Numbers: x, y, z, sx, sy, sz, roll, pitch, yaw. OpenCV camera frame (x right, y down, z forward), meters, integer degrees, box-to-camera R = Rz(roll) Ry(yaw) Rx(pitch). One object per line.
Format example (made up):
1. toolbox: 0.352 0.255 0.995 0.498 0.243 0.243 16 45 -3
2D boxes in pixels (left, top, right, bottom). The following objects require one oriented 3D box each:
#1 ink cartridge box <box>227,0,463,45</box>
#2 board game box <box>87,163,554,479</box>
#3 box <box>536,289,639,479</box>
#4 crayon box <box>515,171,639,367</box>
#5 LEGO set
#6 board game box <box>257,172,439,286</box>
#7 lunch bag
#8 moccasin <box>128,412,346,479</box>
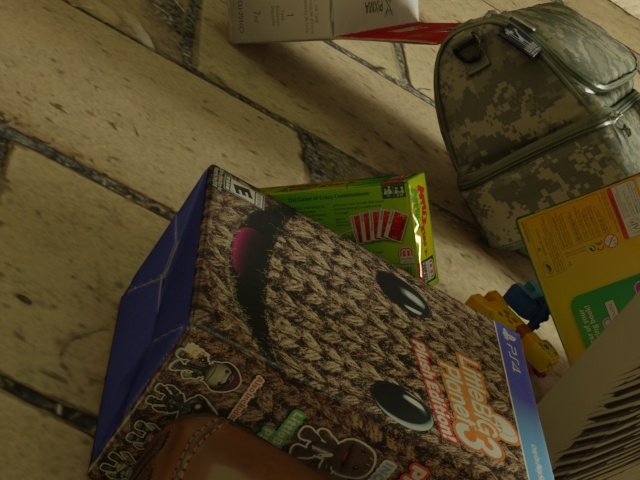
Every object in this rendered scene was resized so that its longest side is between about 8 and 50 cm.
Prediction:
1. ink cartridge box: 0.066 -0.282 1.803 0.261 0.066 0.296 2 12 23
2. board game box: 0.003 0.114 1.062 0.291 0.141 0.232 29 25 -16
3. box: 0.267 0.137 1.211 0.113 0.275 0.094 23 27 -26
4. crayon box: 0.312 0.078 1.375 0.081 0.165 0.278 -7 77 -69
5. LEGO set: 0.184 0.101 1.401 0.093 0.087 0.227 45 26 21
6. board game box: 0.000 0.000 1.204 0.043 0.181 0.092 -26 110 -65
7. lunch bag: 0.261 -0.152 1.729 0.256 0.213 0.305 62 26 -1
8. moccasin: 0.052 0.237 0.909 0.380 0.139 0.147 31 30 -17
